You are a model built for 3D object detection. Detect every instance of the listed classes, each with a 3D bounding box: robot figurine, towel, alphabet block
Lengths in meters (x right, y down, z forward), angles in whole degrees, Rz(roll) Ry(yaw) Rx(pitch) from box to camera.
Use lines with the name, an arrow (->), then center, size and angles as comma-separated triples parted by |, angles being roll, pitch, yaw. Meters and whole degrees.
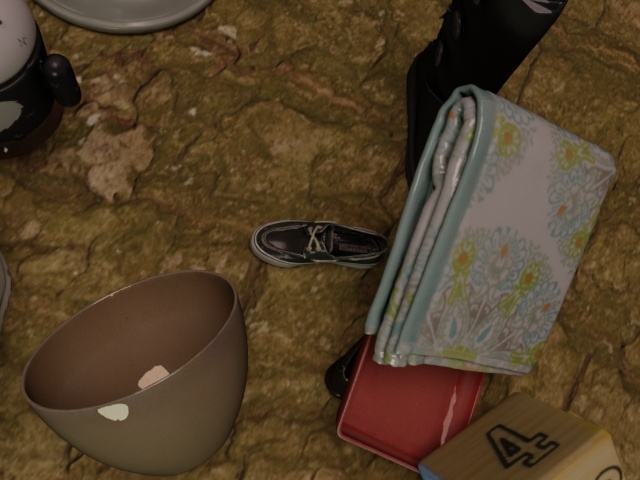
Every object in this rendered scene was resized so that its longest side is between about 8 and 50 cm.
robot figurine -> -0.456, -0.235, 0.921 | 0.209, 0.278, 0.173 | -27, 81, -19
towel -> 0.240, 0.010, 0.954 | 0.321, 0.090, 0.374 | 14, 100, -39
alphabet block -> 0.286, 0.357, 0.946 | 0.197, 0.193, 0.192 | -28, 107, -19

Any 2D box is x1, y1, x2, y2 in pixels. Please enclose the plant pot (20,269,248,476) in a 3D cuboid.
plant pot -> -0.212, 0.194, 0.907 | 0.284, 0.284, 0.190 | -28, 118, -18

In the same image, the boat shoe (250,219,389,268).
boat shoe -> 0.000, 0.000, 1.091 | 0.220, 0.070, 0.077 | 3, 72, -11

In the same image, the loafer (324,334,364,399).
loafer -> 0.105, 0.163, 1.057 | 0.220, 0.078, 0.080 | -42, 85, -20

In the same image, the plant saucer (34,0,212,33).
plant saucer -> -0.345, -0.552, 1.179 | 0.401, 0.100, 0.400 | 4, 72, -11

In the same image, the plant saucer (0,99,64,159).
plant saucer -> -0.507, -0.224, 1.076 | 0.199, 0.036, 0.198 | 3, 73, -11

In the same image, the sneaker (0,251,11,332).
sneaker -> -0.486, 0.083, 0.952 | 0.090, 0.095, 0.234 | -7, 73, -12

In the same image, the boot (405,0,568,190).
boot -> 0.251, -0.232, 1.016 | 0.146, 0.445, 0.366 | -6, 74, -13

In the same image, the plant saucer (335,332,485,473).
plant saucer -> 0.140, 0.198, 1.016 | 0.259, 0.048, 0.258 | 33, 69, -33
